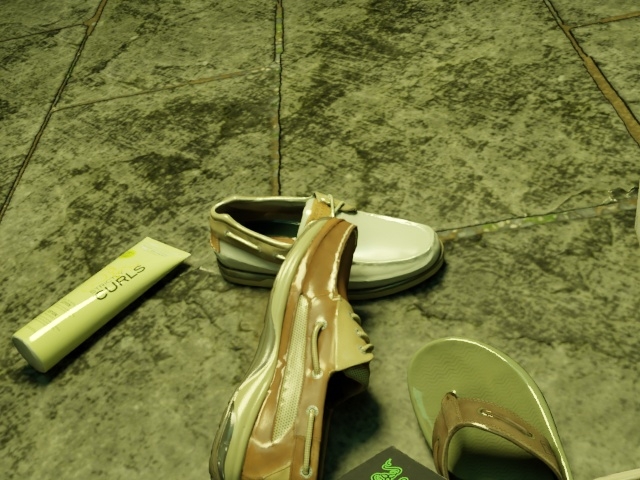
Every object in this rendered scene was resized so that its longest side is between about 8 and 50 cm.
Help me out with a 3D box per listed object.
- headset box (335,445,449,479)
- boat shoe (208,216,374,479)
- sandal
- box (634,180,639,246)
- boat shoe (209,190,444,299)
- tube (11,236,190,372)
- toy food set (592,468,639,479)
[{"bbox_3d":[0.043,0.284,0.451,0.246,0.131,0.283,-23,21,-29],"label":"headset box"},{"bbox_3d":[-0.004,0.127,0.739,0.120,0.122,0.323,12,60,14],"label":"boat shoe"},{"bbox_3d":[0.155,0.195,0.615,0.120,0.086,0.302,-34,41,12],"label":"sandal"},{"bbox_3d":[0.383,0.006,0.774,0.043,0.105,0.179,-3,42,15],"label":"box"},{"bbox_3d":[0.000,0.000,0.893,0.303,0.103,0.113,-1,42,15],"label":"boat shoe"},{"bbox_3d":[-0.287,0.072,0.933,0.070,0.062,0.240,47,55,2],"label":"tube"},{"bbox_3d":[0.349,0.282,0.478,0.220,0.092,0.306,-13,40,1],"label":"toy food set"}]
